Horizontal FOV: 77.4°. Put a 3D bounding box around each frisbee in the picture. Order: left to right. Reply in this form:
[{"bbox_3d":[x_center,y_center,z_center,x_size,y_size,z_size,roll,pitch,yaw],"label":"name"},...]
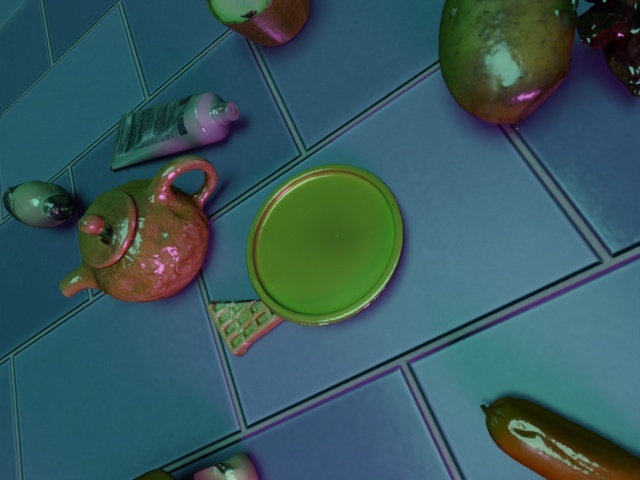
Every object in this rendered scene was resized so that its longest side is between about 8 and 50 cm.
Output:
[{"bbox_3d":[0.000,0.000,0.553,0.236,0.017,0.235,-9,67,21],"label":"frisbee"}]

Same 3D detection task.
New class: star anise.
[{"bbox_3d":[0.341,-0.230,0.423,0.212,0.053,0.157,-36,92,-20],"label":"star anise"}]

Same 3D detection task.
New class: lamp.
[{"bbox_3d":[-0.583,-0.076,0.824,0.250,0.101,0.101,9,81,36],"label":"lamp"}]

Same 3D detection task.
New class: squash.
[{"bbox_3d":[-0.094,-0.404,0.654,0.170,0.123,0.170,-6,76,24],"label":"squash"}]

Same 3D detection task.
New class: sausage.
[{"bbox_3d":[0.242,0.208,0.378,0.183,0.054,0.062,24,116,26],"label":"sausage"}]

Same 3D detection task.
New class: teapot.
[{"bbox_3d":[-0.289,-0.017,0.627,0.311,0.167,0.203,-44,63,10],"label":"teapot"}]

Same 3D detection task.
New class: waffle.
[{"bbox_3d":[-0.094,0.092,0.586,0.153,0.023,0.097,-38,66,14],"label":"waffle"}]

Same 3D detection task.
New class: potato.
[{"bbox_3d":[0.217,-0.250,0.474,0.150,0.113,0.251,-6,82,21],"label":"potato"}]

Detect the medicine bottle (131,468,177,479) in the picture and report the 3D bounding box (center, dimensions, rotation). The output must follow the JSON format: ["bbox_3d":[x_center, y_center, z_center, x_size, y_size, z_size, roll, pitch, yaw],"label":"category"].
[{"bbox_3d":[-0.241,0.415,0.416,0.238,0.232,0.237,15,111,45],"label":"medicine bottle"}]

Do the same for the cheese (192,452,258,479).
[{"bbox_3d":[-0.111,0.414,0.499,0.127,0.050,0.255,-26,67,18],"label":"cheese"}]

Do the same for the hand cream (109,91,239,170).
[{"bbox_3d":[-0.282,-0.204,0.738,0.341,0.078,0.124,-2,77,34],"label":"hand cream"}]
